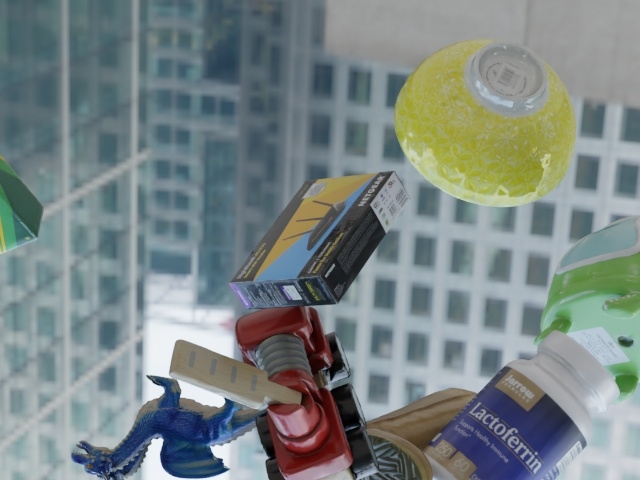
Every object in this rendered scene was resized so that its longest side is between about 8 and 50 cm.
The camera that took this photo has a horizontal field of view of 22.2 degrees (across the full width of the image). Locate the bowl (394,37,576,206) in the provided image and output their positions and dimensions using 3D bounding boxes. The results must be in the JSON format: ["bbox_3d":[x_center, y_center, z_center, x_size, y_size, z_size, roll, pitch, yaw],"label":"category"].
[{"bbox_3d":[0.270,-0.212,2.489,0.289,0.156,0.289,7,-125,-10],"label":"bowl"}]

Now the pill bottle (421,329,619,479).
[{"bbox_3d":[0.264,0.254,2.166,0.264,0.153,0.153,-45,-144,-10],"label":"pill bottle"}]

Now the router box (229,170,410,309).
[{"bbox_3d":[0.000,0.000,1.777,0.133,0.046,0.179,-6,-144,40],"label":"router box"}]

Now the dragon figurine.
[{"bbox_3d":[-0.147,0.240,1.949,0.289,0.144,0.085,7,174,-3],"label":"dragon figurine"}]

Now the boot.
[{"bbox_3d":[0.146,0.268,2.211,0.269,0.089,0.236,-11,-163,-39],"label":"boot"}]

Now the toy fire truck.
[{"bbox_3d":[-0.058,0.148,1.781,0.158,0.246,0.217,-20,-133,4],"label":"toy fire truck"}]

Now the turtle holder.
[{"bbox_3d":[0.474,0.070,2.384,0.243,0.320,0.227,26,-127,-8],"label":"turtle holder"}]

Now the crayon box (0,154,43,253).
[{"bbox_3d":[-0.595,-0.098,2.470,0.203,0.323,0.083,-21,-143,18],"label":"crayon box"}]
